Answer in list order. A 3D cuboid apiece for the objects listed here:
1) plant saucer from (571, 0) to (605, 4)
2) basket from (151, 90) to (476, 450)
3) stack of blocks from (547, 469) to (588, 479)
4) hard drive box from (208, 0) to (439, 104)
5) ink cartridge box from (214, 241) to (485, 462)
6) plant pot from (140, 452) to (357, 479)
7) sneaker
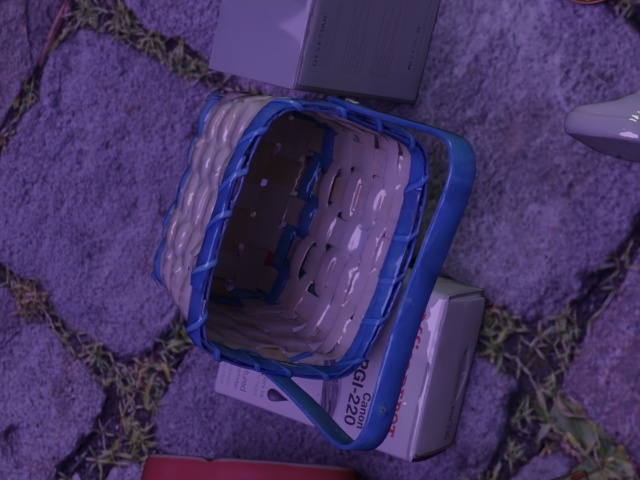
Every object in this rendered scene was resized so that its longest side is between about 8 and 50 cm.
[{"bbox_3d":[0.236,-0.247,1.303,0.083,0.013,0.083,1,91,28],"label":"plant saucer"},{"bbox_3d":[0.000,0.000,1.213,0.289,0.201,0.255,37,110,55],"label":"basket"},{"bbox_3d":[0.107,0.272,1.227,0.171,0.297,0.087,-21,81,28],"label":"stack of blocks"},{"bbox_3d":[0.018,-0.219,1.298,0.089,0.232,0.181,17,99,27],"label":"hard drive box"},{"bbox_3d":[0.026,0.095,1.383,0.218,0.092,0.159,16,99,25],"label":"ink cartridge box"},{"bbox_3d":[-0.072,0.321,1.360,0.275,0.275,0.243,-2,80,28],"label":"plant pot"},{"bbox_3d":[0.311,-0.113,1.241,0.212,0.080,0.094,4,82,21],"label":"sneaker"}]
